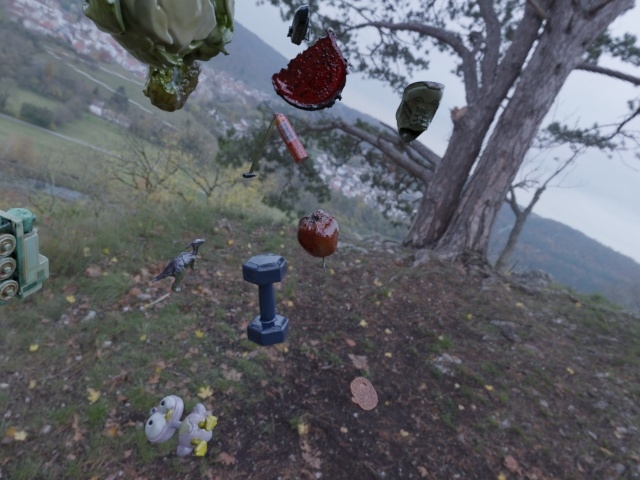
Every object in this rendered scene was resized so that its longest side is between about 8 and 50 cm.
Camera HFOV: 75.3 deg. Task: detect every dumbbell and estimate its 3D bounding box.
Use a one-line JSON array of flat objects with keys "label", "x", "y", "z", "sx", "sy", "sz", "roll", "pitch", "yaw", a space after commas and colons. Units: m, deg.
[{"label": "dumbbell", "x": -0.194, "y": 0.213, "z": 1.498, "sx": 0.160, "sy": 0.325, "sz": 0.144, "roll": -7, "pitch": 18, "yaw": -18}]

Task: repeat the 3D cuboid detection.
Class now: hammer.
[{"label": "hammer", "x": -0.159, "y": -0.262, "z": 1.155, "sx": 0.013, "sy": 0.199, "sz": 0.062, "roll": 35, "pitch": 21, "yaw": 14}]

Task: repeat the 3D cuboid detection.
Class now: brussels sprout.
[{"label": "brussels sprout", "x": -0.447, "y": -0.655, "z": 1.066, "sx": 0.361, "sy": 0.342, "sz": 0.425, "roll": 31, "pitch": -2, "yaw": 22}]

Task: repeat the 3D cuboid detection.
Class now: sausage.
[{"label": "sausage", "x": -0.072, "y": -0.238, "z": 0.950, "sx": 0.129, "sy": 0.034, "sz": 0.034, "roll": 60, "pitch": 22, "yaw": 5}]

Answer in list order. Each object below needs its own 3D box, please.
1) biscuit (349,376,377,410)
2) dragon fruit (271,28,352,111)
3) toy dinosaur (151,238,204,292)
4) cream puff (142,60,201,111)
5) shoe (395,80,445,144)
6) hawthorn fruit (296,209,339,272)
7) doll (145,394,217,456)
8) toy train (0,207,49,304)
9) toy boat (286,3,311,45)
[{"label": "biscuit", "x": 0.115, "y": 0.423, "z": 1.138, "sx": 0.078, "sy": 0.015, "sz": 0.091, "roll": -20, "pitch": 73, "yaw": -30}, {"label": "dragon fruit", "x": -0.021, "y": -0.681, "z": 1.783, "sx": 0.282, "sy": 0.343, "sz": 0.100, "roll": 64, "pitch": 20, "yaw": 5}, {"label": "toy dinosaur", "x": -0.646, "y": 0.112, "z": 1.937, "sx": 0.077, "sy": 0.294, "sz": 0.162, "roll": 24, "pitch": -25, "yaw": 20}, {"label": "cream puff", "x": -0.595, "y": -0.644, "z": 1.606, "sx": 0.185, "sy": 0.282, "sz": 0.282, "roll": 33, "pitch": 18, "yaw": -4}, {"label": "shoe", "x": 0.285, "y": -0.371, "z": 1.211, "sx": 0.103, "sy": 0.098, "sz": 0.275, "roll": 2, "pitch": -10, "yaw": 0}, {"label": "hawthorn fruit", "x": 0.000, "y": 0.000, "z": 1.452, "sx": 0.163, "sy": 0.162, "sz": 0.203, "roll": -125, "pitch": -165, "yaw": -49}, {"label": "doll", "x": -0.464, "y": 0.605, "z": 1.364, "sx": 0.365, "sy": 0.160, "sz": 0.094, "roll": -3, "pitch": -32, "yaw": 40}, {"label": "toy train", "x": -0.582, "y": 0.026, "z": 0.777, "sx": 0.080, "sy": 0.194, "sz": 0.125, "roll": 22, "pitch": 27, "yaw": 6}, {"label": "toy boat", "x": -0.078, "y": -0.942, "z": 1.803, "sx": 0.103, "sy": 0.093, "sz": 0.246, "roll": 3, "pitch": -3, "yaw": -13}]
